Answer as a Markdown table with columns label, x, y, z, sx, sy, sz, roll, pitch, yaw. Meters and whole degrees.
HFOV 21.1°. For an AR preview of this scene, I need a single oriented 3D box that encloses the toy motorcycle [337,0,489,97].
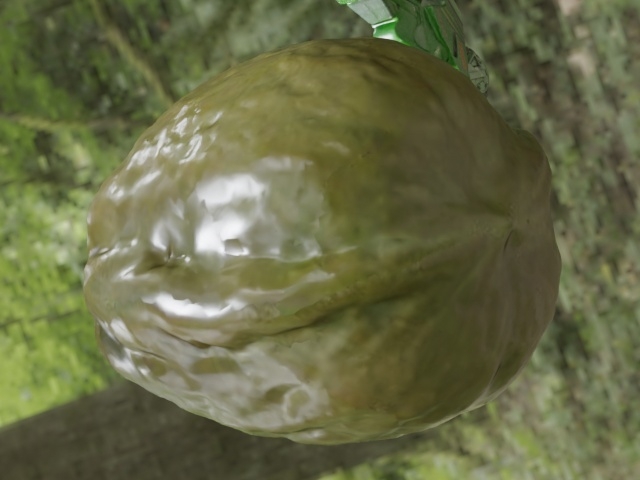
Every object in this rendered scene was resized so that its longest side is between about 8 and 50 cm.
| label | x | y | z | sx | sy | sz | roll | pitch | yaw |
| --- | --- | --- | --- | --- | --- | --- | --- | --- | --- |
| toy motorcycle | 0.067 | -0.158 | 1.281 | 0.190 | 0.074 | 0.106 | 54 | -136 | -27 |

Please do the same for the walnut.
| label | x | y | z | sx | sy | sz | roll | pitch | yaw |
| --- | --- | --- | --- | --- | --- | --- | --- | --- | --- |
| walnut | 0.000 | 0.000 | 0.983 | 0.283 | 0.283 | 0.227 | -122 | 13 | -75 |
